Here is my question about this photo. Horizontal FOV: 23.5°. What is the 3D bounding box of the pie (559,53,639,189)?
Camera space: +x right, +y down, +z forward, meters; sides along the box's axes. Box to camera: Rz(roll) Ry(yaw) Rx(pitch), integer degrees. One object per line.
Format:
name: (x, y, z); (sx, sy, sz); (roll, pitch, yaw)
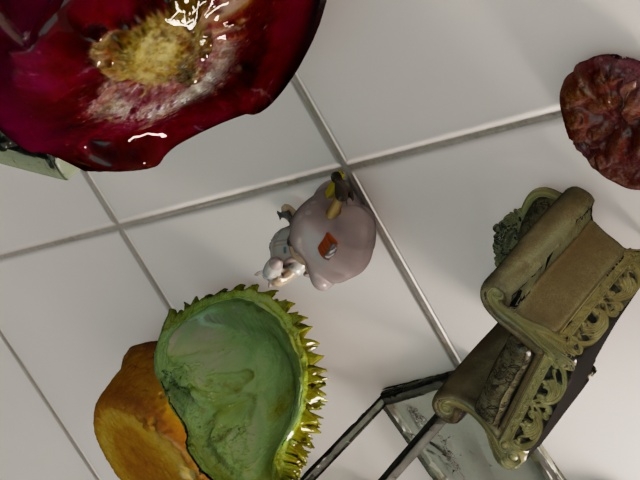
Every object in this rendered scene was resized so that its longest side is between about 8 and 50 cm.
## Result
pie: (0.304, -0.115, 1.526); (0.154, 0.036, 0.154); (27, 138, 27)

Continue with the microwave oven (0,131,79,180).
microwave oven: (-0.435, -0.276, 1.935); (0.394, 0.247, 0.333); (14, 133, 36)

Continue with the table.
table: (0.155, 0.380, 1.920); (0.222, 0.272, 0.335); (-23, 105, 51)

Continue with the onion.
onion: (-0.231, -0.297, 1.630); (0.420, 0.398, 0.398); (46, 147, 33)

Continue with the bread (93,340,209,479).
bread: (-0.199, 0.288, 2.269); (0.312, 0.172, 0.312); (28, 141, 25)

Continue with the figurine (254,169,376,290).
figurine: (0.000, 0.000, 1.867); (0.112, 0.137, 0.229); (24, 154, -23)

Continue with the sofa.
sofa: (0.215, 0.086, 1.661); (0.182, 0.200, 0.258); (34, 142, 14)

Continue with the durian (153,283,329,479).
durian: (-0.097, 0.187, 2.010); (0.394, 0.198, 0.163); (-113, 26, -47)
